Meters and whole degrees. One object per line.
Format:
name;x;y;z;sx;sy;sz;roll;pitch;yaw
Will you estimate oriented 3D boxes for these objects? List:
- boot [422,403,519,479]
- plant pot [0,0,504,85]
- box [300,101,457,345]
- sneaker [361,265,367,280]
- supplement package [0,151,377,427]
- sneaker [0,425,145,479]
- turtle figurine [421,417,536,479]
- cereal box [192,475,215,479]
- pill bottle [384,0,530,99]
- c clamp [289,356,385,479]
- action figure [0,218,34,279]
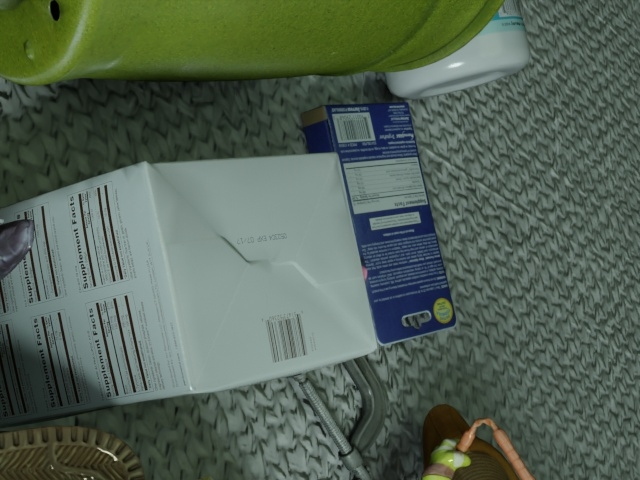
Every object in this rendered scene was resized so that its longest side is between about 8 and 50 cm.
boot;0.167;0.302;1.258;0.211;0.104;0.295;-109;-179;-76
plant pot;-0.094;-0.262;1.010;0.353;0.366;0.366;-23;97;-39
box;0.057;-0.017;1.326;0.136;0.036;0.225;-8;84;-51
sneaker;0.000;0.000;1.235;0.119;0.057;0.047;54;45;-23
supplement package;-0.108;0.034;0.974;0.194;0.203;0.149;-7;84;-51
sneaker;-0.259;0.155;0.851;0.282;0.153;0.099;5;76;-18
turtle figurine;0.070;0.282;1.096;0.087;0.217;0.269;14;65;-37
cereal box;-0.059;0.308;0.989;0.173;0.047;0.240;58;21;-52
pill bottle;0.108;-0.281;1.386;0.146;0.146;0.264;-11;86;-52
c clamp;0.013;0.141;1.233;0.137;0.022;0.161;-45;114;-47
action figure;-0.317;0.004;0.801;0.285;0.099;0.185;16;77;-36
